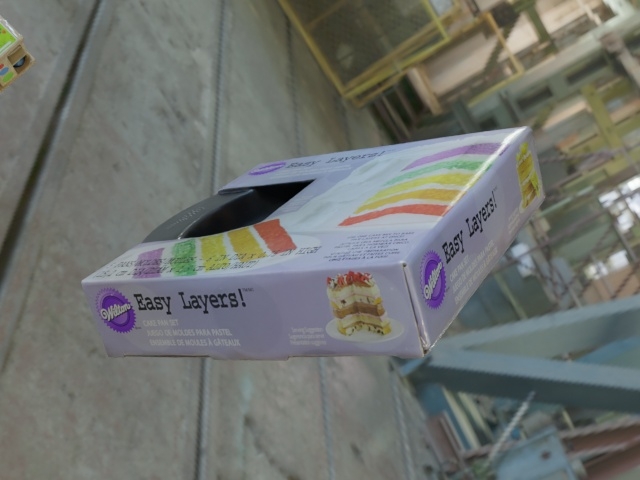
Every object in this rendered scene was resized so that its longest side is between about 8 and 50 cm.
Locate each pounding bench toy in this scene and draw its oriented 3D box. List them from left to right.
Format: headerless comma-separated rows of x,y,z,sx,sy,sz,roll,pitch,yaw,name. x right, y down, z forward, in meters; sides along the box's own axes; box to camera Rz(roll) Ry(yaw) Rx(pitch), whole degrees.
-0.342,-0.182,0.998,0.052,0.083,0.065,43,-13,8,pounding bench toy

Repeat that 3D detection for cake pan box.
0.000,0.000,0.707,0.246,0.267,0.070,-37,117,-52,cake pan box
